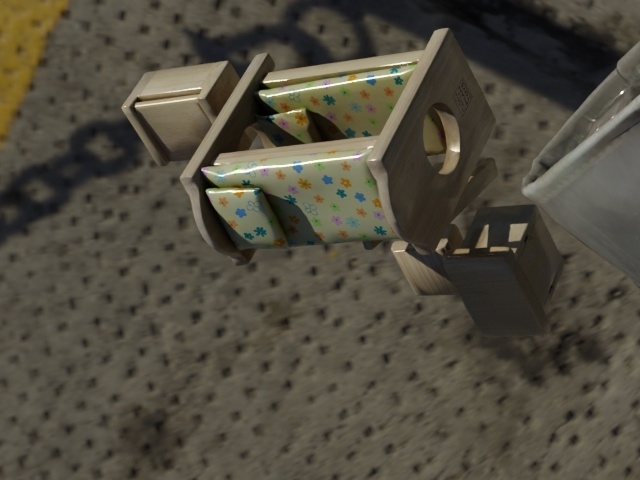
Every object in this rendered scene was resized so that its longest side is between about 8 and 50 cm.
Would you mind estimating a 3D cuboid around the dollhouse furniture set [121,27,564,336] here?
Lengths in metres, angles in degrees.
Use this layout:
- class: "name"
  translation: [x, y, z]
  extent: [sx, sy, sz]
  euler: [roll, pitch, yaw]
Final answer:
- class: "dollhouse furniture set"
  translation: [0.000, 0.000, 0.839]
  extent: [0.182, 0.101, 0.161]
  euler: [-4, 132, 34]

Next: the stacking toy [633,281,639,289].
- class: "stacking toy"
  translation: [0.286, 0.083, 0.804]
  extent: [0.141, 0.141, 0.330]
  euler: [-43, 55, 16]

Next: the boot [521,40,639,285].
- class: "boot"
  translation: [0.173, 0.001, 0.363]
  extent: [0.208, 0.076, 0.190]
  euler: [48, 123, 2]
